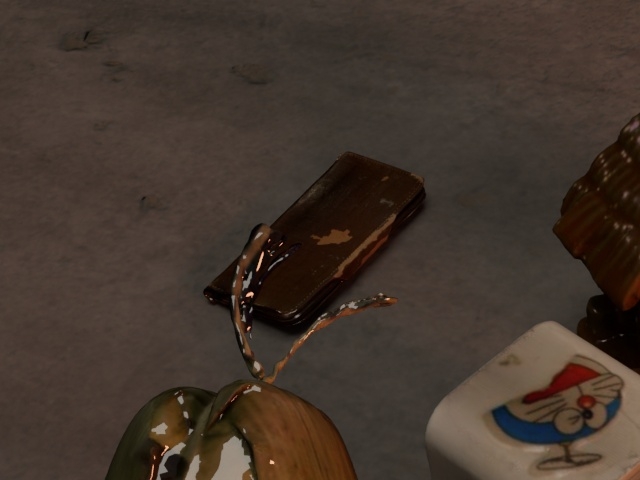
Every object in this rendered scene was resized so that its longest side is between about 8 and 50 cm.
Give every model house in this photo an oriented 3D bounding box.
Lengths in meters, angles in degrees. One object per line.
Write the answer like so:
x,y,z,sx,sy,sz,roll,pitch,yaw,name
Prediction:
0.275,0.025,1.305,0.219,0.229,0.199,-13,37,1,model house

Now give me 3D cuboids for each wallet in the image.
0.000,0.000,1.541,0.095,0.026,0.176,18,50,37,wallet

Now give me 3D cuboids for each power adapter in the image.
0.183,0.162,1.250,0.130,0.125,0.205,-36,47,-24,power adapter

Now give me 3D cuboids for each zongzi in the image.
-0.128,0.232,1.110,0.418,0.181,0.447,-16,78,9,zongzi
